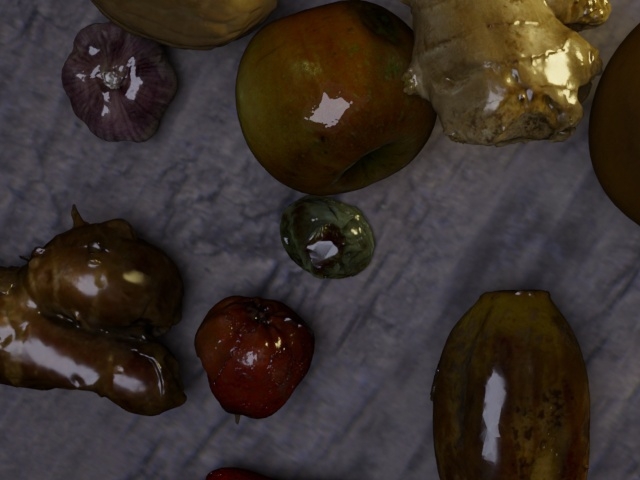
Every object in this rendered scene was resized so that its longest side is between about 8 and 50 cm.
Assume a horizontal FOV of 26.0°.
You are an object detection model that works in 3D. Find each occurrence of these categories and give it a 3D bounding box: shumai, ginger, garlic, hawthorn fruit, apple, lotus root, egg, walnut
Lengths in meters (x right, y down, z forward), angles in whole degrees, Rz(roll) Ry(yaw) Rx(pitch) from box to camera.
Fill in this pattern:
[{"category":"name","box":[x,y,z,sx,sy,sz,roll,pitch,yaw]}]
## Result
[{"category":"shumai","box":[0.000,0.001,1.706,0.124,0.087,0.098,21,102,11]},{"category":"ginger","box":[0.190,-0.282,1.517,0.236,0.166,0.375,-12,87,12]},{"category":"ginger","box":[-0.364,0.076,1.757,0.419,0.176,0.254,6,90,10]},{"category":"garlic","box":[-0.254,-0.202,1.734,0.147,0.102,0.159,4,96,14]},{"category":"hawthorn fruit","box":[-0.088,0.152,1.721,0.148,0.148,0.172,19,119,10]},{"category":"apple","box":[0.015,-0.171,1.617,0.237,0.237,0.207,-27,71,14]},{"category":"lotus root","box":[0.222,0.197,1.643,0.193,0.193,0.290,2,99,13]},{"category":"egg","box":[0.458,-0.145,1.485,0.351,0.282,0.282,-32,88,4]},{"category":"walnut","box":[-0.166,-0.333,1.639,0.261,0.225,0.224,24,101,8]}]

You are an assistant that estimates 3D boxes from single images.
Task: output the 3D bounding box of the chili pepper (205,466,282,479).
[{"category":"chili pepper","box":[-0.037,0.348,1.748,0.388,0.110,0.110,6,97,7]}]
